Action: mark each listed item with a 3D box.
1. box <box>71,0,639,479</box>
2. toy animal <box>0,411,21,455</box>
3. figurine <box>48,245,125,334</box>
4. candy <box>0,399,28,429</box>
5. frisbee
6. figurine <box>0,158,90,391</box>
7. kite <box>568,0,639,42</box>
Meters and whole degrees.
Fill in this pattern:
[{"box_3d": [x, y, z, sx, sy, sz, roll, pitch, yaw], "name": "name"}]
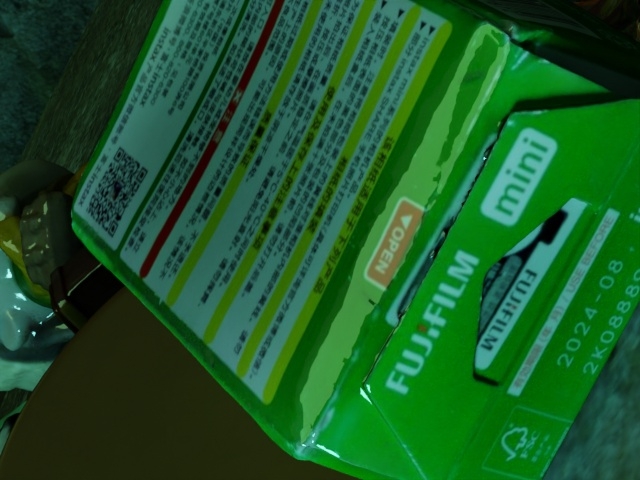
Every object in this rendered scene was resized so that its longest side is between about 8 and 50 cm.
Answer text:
[{"box_3d": [0.015, -0.027, 0.702, 0.180, 0.103, 0.250, -63, 34, 9], "name": "box"}, {"box_3d": [-0.143, 0.199, 0.937, 0.208, 0.156, 0.204, -29, 34, 47], "name": "toy animal"}, {"box_3d": [-0.081, 0.015, 1.150, 0.154, 0.098, 0.082, -40, 13, 1], "name": "figurine"}, {"box_3d": [-0.307, 0.262, 1.419, 0.398, 0.172, 0.263, -44, 27, 24], "name": "candy"}, {"box_3d": [-0.043, 0.077, 0.791, 0.251, 0.021, 0.250, -25, 39, 22], "name": "frisbee"}, {"box_3d": [-0.187, 0.016, 1.429, 0.332, 0.204, 0.185, -5, 41, 43], "name": "figurine"}, {"box_3d": [0.118, -0.109, 0.786, 0.183, 0.014, 0.241, -39, 28, 58], "name": "kite"}]
